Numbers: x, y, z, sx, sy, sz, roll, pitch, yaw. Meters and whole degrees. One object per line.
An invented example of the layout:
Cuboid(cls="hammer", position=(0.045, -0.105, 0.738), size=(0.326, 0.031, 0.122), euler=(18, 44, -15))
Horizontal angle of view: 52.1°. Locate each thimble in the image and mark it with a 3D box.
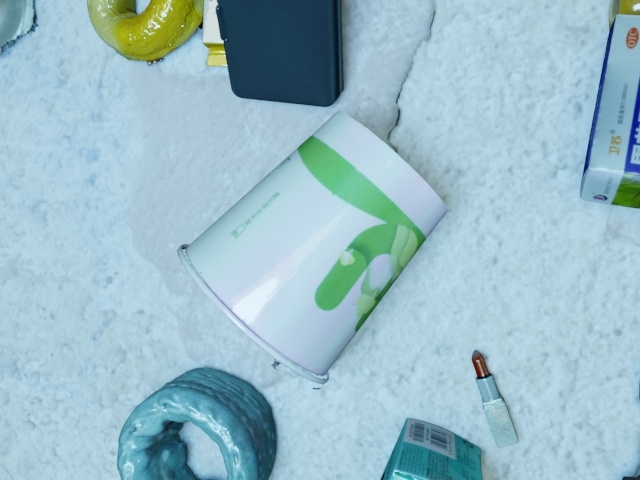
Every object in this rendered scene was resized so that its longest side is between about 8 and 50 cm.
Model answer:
Cuboid(cls="thimble", position=(-0.162, 0.303, 0.905), size=(0.198, 0.143, 0.235), euler=(-23, 89, 12))

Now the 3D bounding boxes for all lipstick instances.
Cuboid(cls="lipstick", position=(0.227, 0.208, 0.875), size=(0.030, 0.030, 0.129), euler=(-21, 88, 12))

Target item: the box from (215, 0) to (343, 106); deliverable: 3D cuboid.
Cuboid(cls="box", position=(-0.051, -0.280, 0.835), size=(0.160, 0.050, 0.230), euler=(8, 137, 11))

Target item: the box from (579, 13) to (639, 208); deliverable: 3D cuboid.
Cuboid(cls="box", position=(0.463, -0.129, 0.728), size=(0.299, 0.106, 0.200), euler=(10, 76, 21))

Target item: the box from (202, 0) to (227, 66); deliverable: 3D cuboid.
Cuboid(cls="box", position=(-0.096, -0.368, 0.910), size=(0.129, 0.033, 0.247), euler=(2, 93, 4))

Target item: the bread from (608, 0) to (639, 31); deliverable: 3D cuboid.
Cuboid(cls="bread", position=(0.476, -0.278, 0.782), size=(0.239, 0.074, 0.093), euler=(6, 89, 11))

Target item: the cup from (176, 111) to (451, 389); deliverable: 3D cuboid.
Cuboid(cls="cup", position=(0.000, 0.000, 0.821), size=(0.253, 0.253, 0.274), euler=(42, 91, 7))

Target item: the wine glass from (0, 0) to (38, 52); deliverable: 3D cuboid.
Cuboid(cls="wine glass", position=(-0.552, -0.348, 0.850), size=(0.190, 0.357, 0.191), euler=(1, 93, 14))

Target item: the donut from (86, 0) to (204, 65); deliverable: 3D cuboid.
Cuboid(cls="donut", position=(-0.248, -0.333, 0.930), size=(0.181, 0.078, 0.146), euler=(-17, 86, 13))

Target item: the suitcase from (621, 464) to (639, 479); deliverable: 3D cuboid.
Cuboid(cls="suitcase", position=(0.500, 0.455, 0.748), size=(0.339, 0.194, 0.352), euler=(17, 96, 8))

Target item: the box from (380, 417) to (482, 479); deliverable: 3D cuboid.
Cuboid(cls="box", position=(0.097, 0.406, 0.824), size=(0.118, 0.205, 0.311), euler=(22, 97, 12))
